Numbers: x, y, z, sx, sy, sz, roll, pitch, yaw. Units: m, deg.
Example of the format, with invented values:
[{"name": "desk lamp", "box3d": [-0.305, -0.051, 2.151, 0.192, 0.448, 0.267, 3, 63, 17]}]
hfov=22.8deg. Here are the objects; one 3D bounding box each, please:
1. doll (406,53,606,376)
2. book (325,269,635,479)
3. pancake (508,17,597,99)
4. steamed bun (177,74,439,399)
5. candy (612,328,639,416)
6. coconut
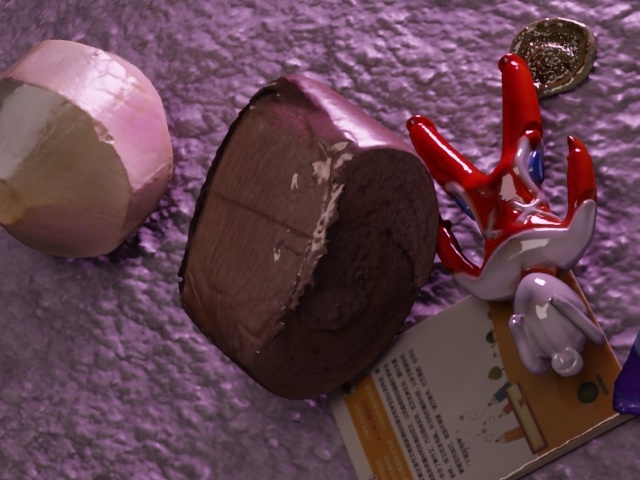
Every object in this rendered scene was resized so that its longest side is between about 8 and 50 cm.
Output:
[{"name": "doll", "box3d": [0.201, -0.020, 1.624, 0.188, 0.099, 0.384, -31, 46, 21]}, {"name": "book", "box3d": [0.156, 0.157, 1.619, 0.295, 0.020, 0.208, -30, 55, 12]}, {"name": "pancake", "box3d": [0.255, -0.203, 1.747, 0.108, 0.017, 0.108, -11, 65, 25]}, {"name": "steamed bun", "box3d": [0.000, 0.000, 1.675, 0.251, 0.199, 0.301, 39, 108, 53]}, {"name": "candy", "box3d": [0.377, 0.062, 1.519, 0.145, 0.070, 0.275, 7, 65, 37]}, {"name": "coconut", "box3d": [-0.307, -0.104, 1.875, 0.259, 0.259, 0.259, -12, 61, 23]}]
